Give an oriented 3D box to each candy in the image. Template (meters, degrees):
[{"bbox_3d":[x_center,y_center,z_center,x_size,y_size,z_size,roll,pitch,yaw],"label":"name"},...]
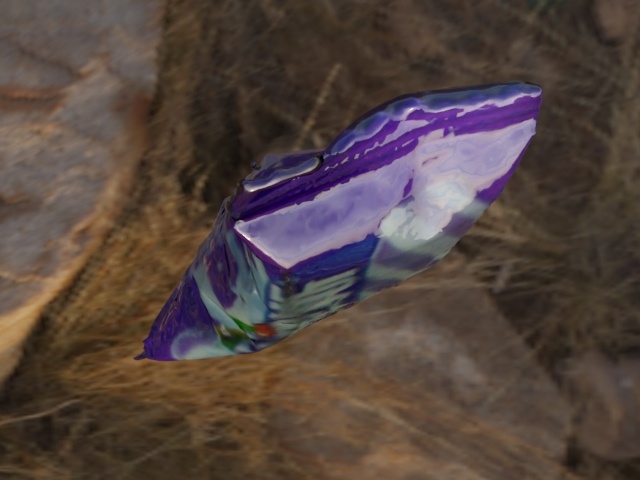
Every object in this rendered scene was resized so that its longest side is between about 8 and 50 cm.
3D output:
[{"bbox_3d":[0.000,0.000,0.835,0.145,0.275,0.070,-17,76,-20],"label":"candy"}]
